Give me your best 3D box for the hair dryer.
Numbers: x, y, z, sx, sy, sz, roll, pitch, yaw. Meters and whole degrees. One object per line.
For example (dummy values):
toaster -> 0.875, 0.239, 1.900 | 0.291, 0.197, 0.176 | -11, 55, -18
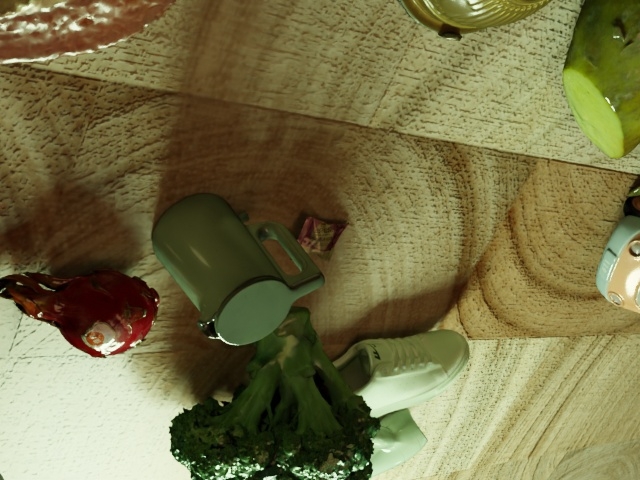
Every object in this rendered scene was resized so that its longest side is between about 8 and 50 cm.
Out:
hair dryer -> 0.054, 0.321, 1.365 | 0.206, 0.075, 0.237 | -33, 156, -2

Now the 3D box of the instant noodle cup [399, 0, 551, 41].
instant noodle cup -> 0.206, -0.316, 0.926 | 0.274, 0.091, 0.274 | -23, 137, -23

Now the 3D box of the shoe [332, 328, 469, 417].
shoe -> 0.098, 0.182, 1.290 | 0.265, 0.095, 0.110 | -26, 138, -14

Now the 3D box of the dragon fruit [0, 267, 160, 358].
dragon fruit -> -0.249, 0.073, 0.918 | 0.191, 0.094, 0.094 | 8, 120, -37

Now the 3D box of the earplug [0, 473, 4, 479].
earplug -> -0.451, 0.271, 0.862 | 0.326, 0.175, 0.214 | 15, 113, -45

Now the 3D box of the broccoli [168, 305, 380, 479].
broccoli -> -0.050, 0.217, 1.114 | 0.270, 0.270, 0.270 | -2, 96, -38

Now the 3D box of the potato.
potato -> 0.385, -0.220, 1.116 | 0.176, 0.141, 0.298 | -21, 136, -15

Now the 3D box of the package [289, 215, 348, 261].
package -> 0.000, 0.000, 1.095 | 0.083, 0.029, 0.059 | 4, 116, -53

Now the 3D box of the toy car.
toy car -> 0.596, 0.036, 1.463 | 0.271, 0.212, 0.180 | -17, 135, -26

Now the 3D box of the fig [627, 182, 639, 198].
fig -> 0.551, -0.131, 1.272 | 0.286, 0.286, 0.369 | -11, 167, -32

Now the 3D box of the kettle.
kettle -> -0.092, 0.031, 0.955 | 0.127, 0.148, 0.098 | 4, 122, -42

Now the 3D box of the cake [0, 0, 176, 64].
cake -> -0.224, -0.230, 0.618 | 0.283, 0.151, 0.177 | -11, 143, -32
